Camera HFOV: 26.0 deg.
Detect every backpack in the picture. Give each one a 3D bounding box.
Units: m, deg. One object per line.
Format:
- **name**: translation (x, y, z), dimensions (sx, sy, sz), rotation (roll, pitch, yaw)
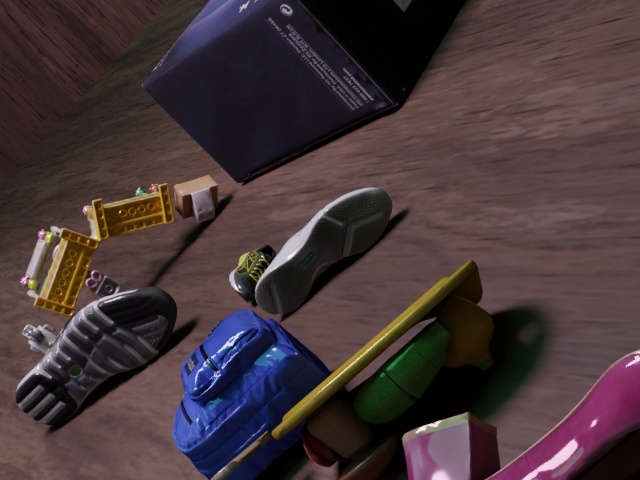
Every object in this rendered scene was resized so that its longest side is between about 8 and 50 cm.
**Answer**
- **backpack**: translation (-0.059, 0.120, 1.043), dimensions (0.120, 0.101, 0.098), rotation (-48, 12, 1)

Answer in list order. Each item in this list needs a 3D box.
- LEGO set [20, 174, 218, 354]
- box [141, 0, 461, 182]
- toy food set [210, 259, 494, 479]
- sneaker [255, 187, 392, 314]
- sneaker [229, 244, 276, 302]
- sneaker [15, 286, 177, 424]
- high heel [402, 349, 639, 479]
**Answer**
- **LEGO set**: translation (-0.255, 0.006, 1.616), dimensions (0.287, 0.132, 0.107), rotation (-50, 26, -13)
- **box**: translation (-0.006, -0.258, 1.591), dimensions (0.294, 0.183, 0.296), rotation (-24, 27, 49)
- **toy food set**: translation (0.040, 0.108, 0.929), dimensions (0.218, 0.071, 0.128), rotation (-41, -5, 5)
- **sneaker**: translation (0.000, 0.000, 1.238), dimensions (0.152, 0.054, 0.061), rotation (-40, 17, 16)
- **sneaker**: translation (-0.064, 0.028, 1.343), dimensions (0.035, 0.031, 0.083), rotation (-36, 21, 22)
- **sneaker**: translation (-0.230, 0.092, 1.475), dimensions (0.228, 0.086, 0.132), rotation (-36, 18, 27)
- **high heel**: translation (0.146, 0.125, 0.688), dimensions (0.244, 0.082, 0.117), rotation (-19, 61, 25)
